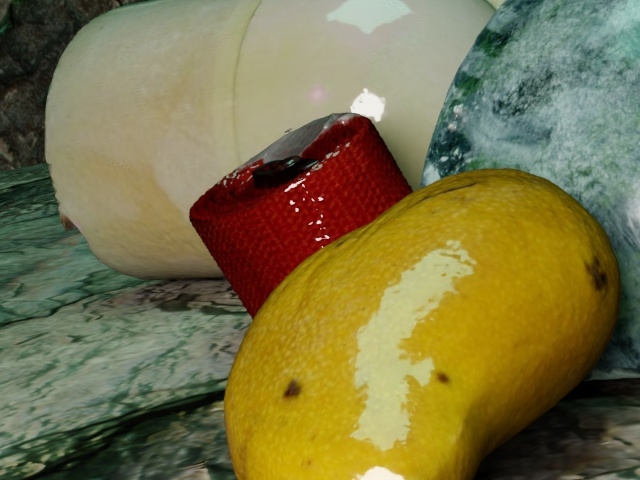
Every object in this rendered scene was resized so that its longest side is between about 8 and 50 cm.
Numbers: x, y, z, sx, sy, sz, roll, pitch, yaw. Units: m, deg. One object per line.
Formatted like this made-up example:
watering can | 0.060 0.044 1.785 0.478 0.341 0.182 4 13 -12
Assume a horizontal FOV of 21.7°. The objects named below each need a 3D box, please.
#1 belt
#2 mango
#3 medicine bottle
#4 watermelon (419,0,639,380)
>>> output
belt | 0.000 0.000 1.069 0.128 0.124 0.201 -34 12 -11
mango | 0.041 0.041 0.709 0.157 0.109 0.262 -13 13 27
medicine bottle | 0.010 -0.091 1.274 0.406 0.235 0.236 -3 10 37
watermelon | 0.189 -0.040 0.903 0.320 0.289 0.214 -18 -25 29
